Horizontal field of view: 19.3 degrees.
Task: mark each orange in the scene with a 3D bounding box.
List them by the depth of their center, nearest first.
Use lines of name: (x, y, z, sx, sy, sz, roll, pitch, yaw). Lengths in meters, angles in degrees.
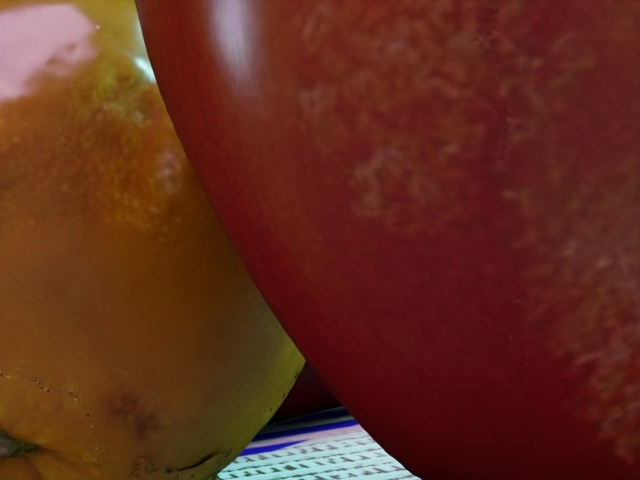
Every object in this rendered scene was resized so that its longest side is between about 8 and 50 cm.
orange: (-0.115, 0.010, 0.791, 0.240, 0.240, 0.240, -14, 5, 1)

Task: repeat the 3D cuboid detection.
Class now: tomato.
tomato: (0.098, -0.057, 0.615, 0.293, 0.289, 0.325, -17, 7, -4)

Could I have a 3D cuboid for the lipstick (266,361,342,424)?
lipstick: (0.040, 0.039, 0.929, 0.241, 0.080, 0.080, -13, 5, 10)
